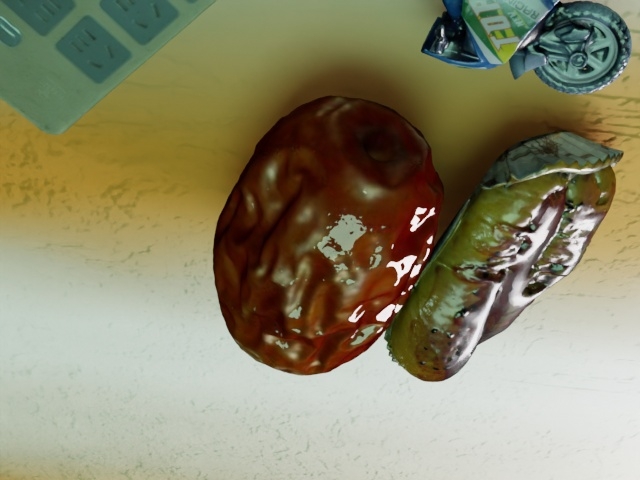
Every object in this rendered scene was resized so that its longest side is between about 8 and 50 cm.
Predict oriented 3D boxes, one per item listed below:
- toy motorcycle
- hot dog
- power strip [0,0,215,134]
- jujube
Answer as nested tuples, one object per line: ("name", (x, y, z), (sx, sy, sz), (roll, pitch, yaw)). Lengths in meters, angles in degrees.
("toy motorcycle", (0.105, -0.194, 0.548), (0.135, 0.092, 0.254), (-11, 125, 29))
("hot dog", (0.154, 0.020, 0.730), (0.162, 0.082, 0.270), (-13, 143, -39))
("power strip", (-0.167, -0.178, 0.622), (0.270, 0.046, 0.118), (-30, 125, 32))
("jujube", (0.000, 0.000, 0.693), (0.174, 0.174, 0.250), (15, 141, -9))
